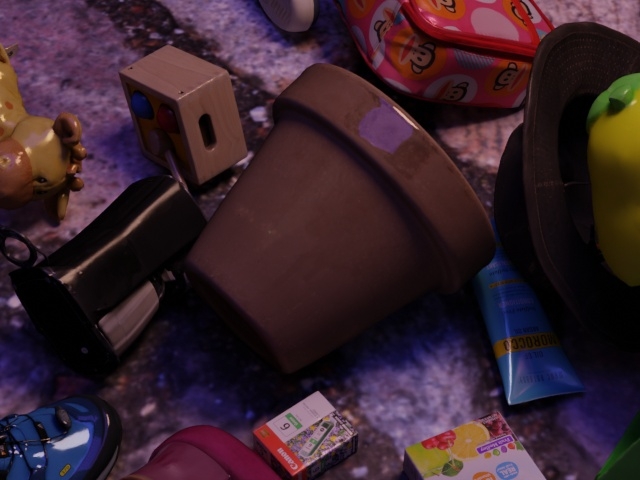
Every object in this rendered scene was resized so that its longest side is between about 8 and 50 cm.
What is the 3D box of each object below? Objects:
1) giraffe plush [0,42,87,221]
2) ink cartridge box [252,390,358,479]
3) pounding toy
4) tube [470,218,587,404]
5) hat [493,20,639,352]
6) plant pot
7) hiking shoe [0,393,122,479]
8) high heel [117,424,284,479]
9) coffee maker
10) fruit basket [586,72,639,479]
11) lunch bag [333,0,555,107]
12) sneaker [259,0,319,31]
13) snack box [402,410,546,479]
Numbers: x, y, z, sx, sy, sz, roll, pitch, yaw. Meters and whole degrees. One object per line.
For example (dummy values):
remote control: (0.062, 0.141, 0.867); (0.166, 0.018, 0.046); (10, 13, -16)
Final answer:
giraffe plush: (-0.335, -0.095, 1.444); (0.170, 0.181, 0.210); (37, 73, 16)
ink cartridge box: (-0.028, 0.193, 1.259); (0.115, 0.029, 0.063); (-29, 54, -25)
pounding toy: (-0.151, -0.115, 1.494); (0.100, 0.141, 0.130); (-33, 41, -28)
tube: (0.191, 0.072, 1.366); (0.080, 0.052, 0.207); (-11, 53, -9)
hat: (0.255, -0.046, 1.378); (0.134, 0.331, 0.331); (-13, 30, 47)
plant pot: (0.000, 0.000, 1.316); (0.229, 0.263, 0.263); (-44, 59, -13)
hiking shoe: (-0.306, 0.204, 1.175); (0.304, 0.132, 0.113); (-25, 52, -25)
high heel: (0.010, 0.281, 1.141); (0.377, 0.127, 0.181); (39, 20, 11)
coffee maker: (-0.198, 0.013, 1.332); (0.120, 0.171, 0.178); (14, 44, 34)
fruit basket: (0.357, 0.033, 1.227); (0.392, 0.283, 0.392); (8, 56, -12)
lunch bag: (0.149, -0.280, 1.620); (0.258, 0.120, 0.293); (5, 44, -33)
sneaker: (-0.021, -0.401, 1.752); (0.148, 0.131, 0.350); (-7, 50, -12)
snack box: (0.150, 0.228, 1.221); (0.100, 0.037, 0.141); (-20, 50, -16)
